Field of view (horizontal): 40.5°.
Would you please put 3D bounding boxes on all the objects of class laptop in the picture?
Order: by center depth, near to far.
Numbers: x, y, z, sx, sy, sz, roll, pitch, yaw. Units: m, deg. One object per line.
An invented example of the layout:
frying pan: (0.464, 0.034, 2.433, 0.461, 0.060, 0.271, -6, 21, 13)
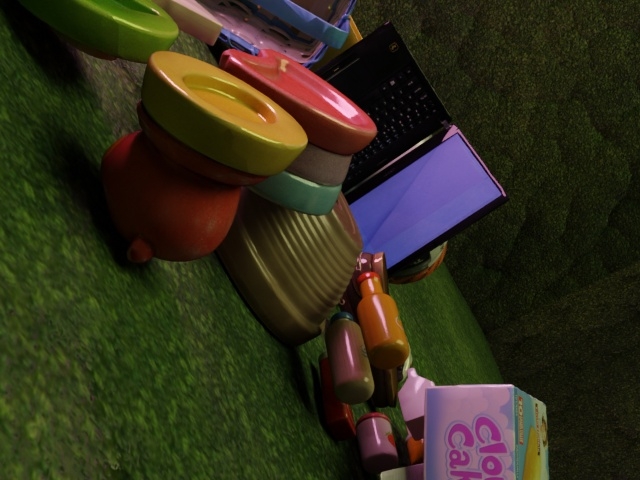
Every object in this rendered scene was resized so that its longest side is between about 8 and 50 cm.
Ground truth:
laptop: (0.076, -0.113, 1.170, 0.264, 0.234, 0.136, 54, 7, -18)

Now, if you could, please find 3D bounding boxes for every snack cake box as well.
snack cake box: (0.160, 0.277, 0.817, 0.152, 0.089, 0.265, 31, 57, -58)

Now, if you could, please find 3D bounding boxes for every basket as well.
basket: (-0.064, -0.344, 1.177, 0.254, 0.201, 0.289, 31, 16, -2)

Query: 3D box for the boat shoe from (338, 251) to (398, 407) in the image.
boat shoe: (0.056, 0.113, 1.085, 0.073, 0.073, 0.207, -63, 146, -74)

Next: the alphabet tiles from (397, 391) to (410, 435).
alphabet tiles: (0.143, 0.310, 1.099, 0.198, 0.009, 0.237, -101, 171, -56)

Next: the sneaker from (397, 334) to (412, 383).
sneaker: (0.115, 0.171, 1.277, 0.075, 0.057, 0.161, 52, 11, -23)

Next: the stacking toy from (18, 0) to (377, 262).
stacking toy: (-0.116, -0.104, 0.715, 0.279, 0.130, 0.309, 37, 19, 15)

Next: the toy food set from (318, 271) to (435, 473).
toy food set: (0.060, 0.149, 0.902, 0.105, 0.111, 0.232, -101, 168, -47)

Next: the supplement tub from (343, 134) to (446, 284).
supplement tub: (0.108, -0.074, 1.418, 0.316, 0.193, 0.194, 64, 6, -51)

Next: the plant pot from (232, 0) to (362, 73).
plant pot: (-0.030, -0.316, 1.435, 0.212, 0.187, 0.212, 62, 10, -9)

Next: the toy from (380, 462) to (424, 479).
toy: (0.092, 0.286, 0.843, 0.237, 0.056, 0.137, 20, 65, -63)

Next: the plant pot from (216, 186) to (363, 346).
plant pot: (-0.030, -0.019, 0.907, 0.237, 0.109, 0.237, 59, 10, -18)
